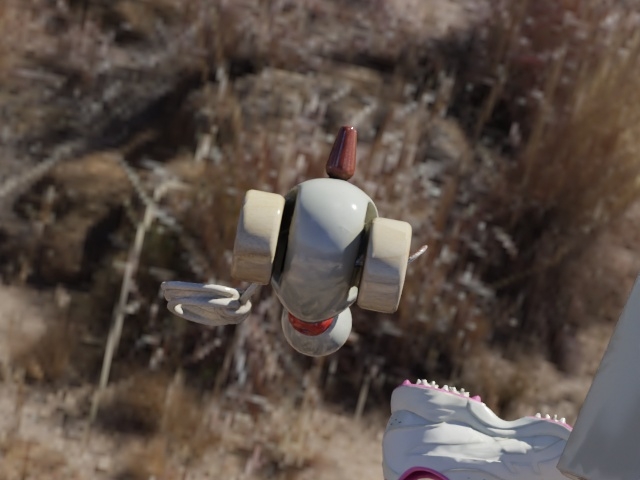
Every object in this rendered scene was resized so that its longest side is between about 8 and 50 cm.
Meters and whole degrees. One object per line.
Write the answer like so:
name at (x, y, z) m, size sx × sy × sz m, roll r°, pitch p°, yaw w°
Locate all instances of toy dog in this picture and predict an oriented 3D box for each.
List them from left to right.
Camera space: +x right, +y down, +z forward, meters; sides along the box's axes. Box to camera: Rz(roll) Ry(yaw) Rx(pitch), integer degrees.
toy dog at (0.000, 0.000, 1.592) m, size 0.220 × 0.161 × 0.333 m, roll 20°, pitch -16°, yaw -17°

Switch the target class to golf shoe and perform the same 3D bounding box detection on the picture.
golf shoe at (0.213, 0.260, 1.923) m, size 0.306 × 0.140 × 0.115 m, roll 13°, pitch -19°, yaw 20°

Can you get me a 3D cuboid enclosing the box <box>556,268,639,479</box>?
box at (0.373, 0.122, 1.675) m, size 0.148 × 0.311 × 0.121 m, roll 26°, pitch -6°, yaw -34°
